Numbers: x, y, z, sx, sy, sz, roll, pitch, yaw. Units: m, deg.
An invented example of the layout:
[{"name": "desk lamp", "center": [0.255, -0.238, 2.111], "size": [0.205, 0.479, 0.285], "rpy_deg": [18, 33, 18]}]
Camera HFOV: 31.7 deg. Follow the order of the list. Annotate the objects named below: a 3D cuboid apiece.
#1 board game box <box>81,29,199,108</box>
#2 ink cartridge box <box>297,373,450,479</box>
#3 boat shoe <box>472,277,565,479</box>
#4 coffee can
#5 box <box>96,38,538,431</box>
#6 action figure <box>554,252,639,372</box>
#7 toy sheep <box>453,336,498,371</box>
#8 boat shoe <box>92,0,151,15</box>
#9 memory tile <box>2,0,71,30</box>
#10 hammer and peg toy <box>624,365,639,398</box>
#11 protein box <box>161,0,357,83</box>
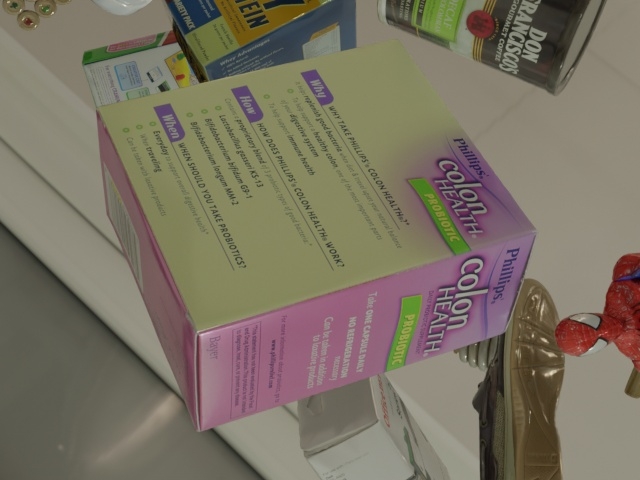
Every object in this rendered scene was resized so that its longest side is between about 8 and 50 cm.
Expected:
[{"name": "board game box", "center": [-0.191, -0.219, 1.798], "size": [0.316, 0.064, 0.242], "rpy_deg": [-13, 119, -2]}, {"name": "ink cartridge box", "center": [0.067, 0.244, 1.239], "size": [0.092, 0.219, 0.160], "rpy_deg": [-28, -153, 9]}, {"name": "boat shoe", "center": [0.222, 0.187, 1.306], "size": [0.103, 0.285, 0.092], "rpy_deg": [14, 161, -40]}, {"name": "coffee can", "center": [0.246, -0.347, 1.581], "size": [0.201, 0.275, 0.201], "rpy_deg": [-57, 163, -27]}, {"name": "box", "center": [-0.011, -0.013, 0.806], "size": [0.243, 0.213, 0.117], "rpy_deg": [-16, 142, -18]}, {"name": "action figure", "center": [0.279, 0.026, 0.656], "size": [0.280, 0.091, 0.139], "rpy_deg": [-15, 179, 2]}, {"name": "toy sheep", "center": [0.249, 0.150, 1.647], "size": [0.091, 0.132, 0.091], "rpy_deg": [8, 90, -69]}, {"name": "boat shoe", "center": [-0.258, -0.326, 1.028], "size": [0.102, 0.301, 0.108], "rpy_deg": [-30, -173, 46]}, {"name": "memory tile", "center": [-0.484, -0.419, 1.838], "size": [0.113, 0.012, 0.148], "rpy_deg": [-33, 129, 11]}, {"name": "hammer and peg toy", "center": [0.492, 0.132, 1.241], "size": [0.127, 0.361, 0.266], "rpy_deg": [10, 114, -21]}, {"name": "protein box", "center": [-0.072, -0.270, 1.369], "size": [0.200, 0.136, 0.201], "rpy_deg": [-28, 166, -5]}]
